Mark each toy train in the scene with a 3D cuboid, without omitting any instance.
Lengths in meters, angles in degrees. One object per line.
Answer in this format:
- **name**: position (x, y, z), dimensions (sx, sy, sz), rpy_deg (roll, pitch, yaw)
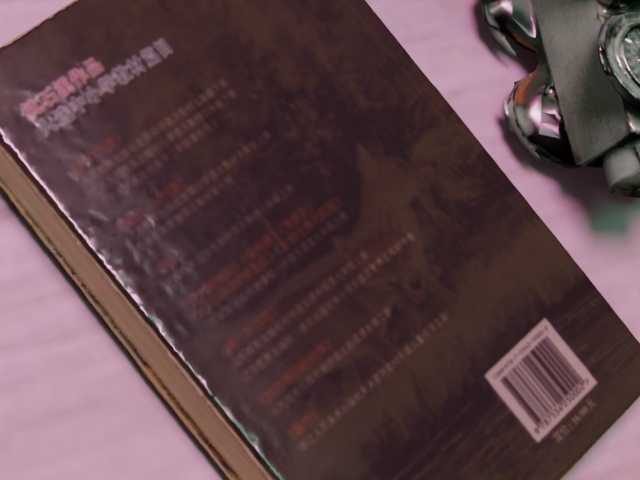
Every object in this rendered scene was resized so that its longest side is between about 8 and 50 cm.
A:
- **toy train**: position (0.123, -0.098, 0.709), dimensions (0.118, 0.074, 0.175), rpy_deg (-1, 68, -31)

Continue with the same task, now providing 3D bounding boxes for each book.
- **book**: position (0.000, 0.000, 0.629), dimensions (0.160, 0.024, 0.228), rpy_deg (-39, 89, -35)
